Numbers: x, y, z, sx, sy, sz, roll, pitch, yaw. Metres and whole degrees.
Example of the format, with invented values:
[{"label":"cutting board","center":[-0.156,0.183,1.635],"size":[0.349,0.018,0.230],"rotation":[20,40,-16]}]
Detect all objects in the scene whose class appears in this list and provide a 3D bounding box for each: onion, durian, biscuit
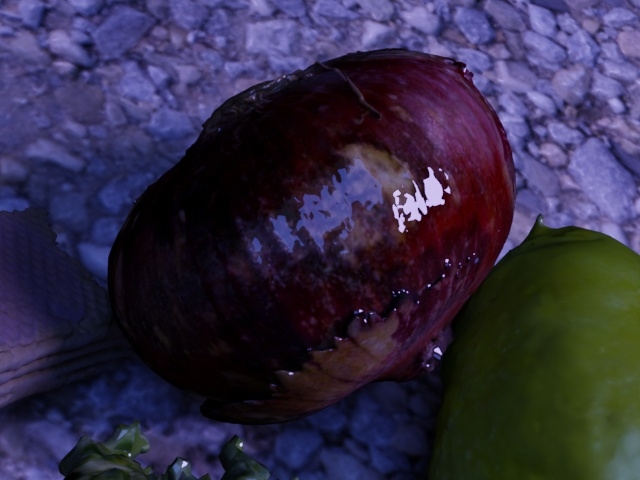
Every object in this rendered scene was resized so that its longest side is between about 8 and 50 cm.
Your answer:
[{"label":"onion","center":[0.000,0.000,0.582],"size":[0.246,0.246,0.190],"rotation":[-41,94,-27]},{"label":"durian","center":[0.171,0.145,0.585],"size":[0.256,0.204,0.340],"rotation":[-8,60,-50]},{"label":"biscuit","center":[-0.192,0.042,0.534],"size":[0.108,0.062,0.239],"rotation":[44,17,11]}]

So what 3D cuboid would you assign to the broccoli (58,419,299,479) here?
[{"label":"broccoli","center":[-0.161,0.217,0.428],"size":[0.375,0.302,0.249],"rotation":[-15,94,-49]}]
